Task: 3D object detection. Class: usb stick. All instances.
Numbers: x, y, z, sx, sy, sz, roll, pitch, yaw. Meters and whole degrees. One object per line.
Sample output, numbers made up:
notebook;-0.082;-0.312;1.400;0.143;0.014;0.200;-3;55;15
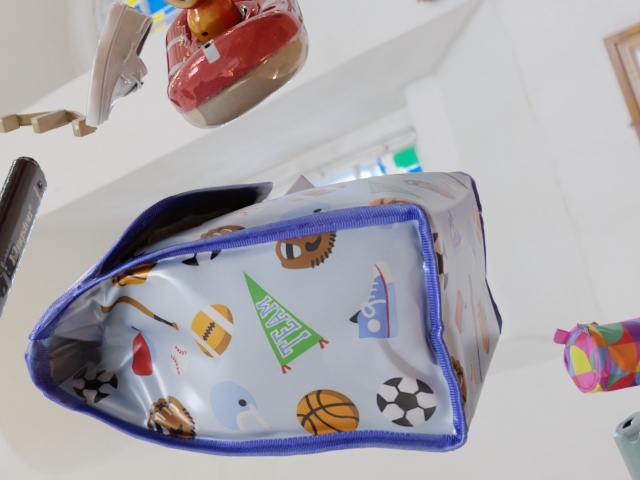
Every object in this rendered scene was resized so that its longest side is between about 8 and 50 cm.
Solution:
usb stick;-0.447;0.000;1.226;0.077;0.045;0.278;69;-159;-49

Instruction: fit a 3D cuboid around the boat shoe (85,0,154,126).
boat shoe;-0.240;-0.210;1.044;0.063;0.066;0.184;14;-129;-13

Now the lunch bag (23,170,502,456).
lunch bag;-0.041;0.057;0.843;0.328;0.385;0.239;-24;-76;-70

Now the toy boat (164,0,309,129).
toy boat;-0.106;-0.219;0.839;0.151;0.151;0.231;48;-164;-36

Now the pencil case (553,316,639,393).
pencil case;0.455;0.147;1.206;0.236;0.104;0.104;-5;-107;-13

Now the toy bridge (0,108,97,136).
toy bridge;-0.405;-0.179;1.302;0.063;0.188;0.026;-35;-55;-50

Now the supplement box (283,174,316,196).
supplement box;0.000;0.000;1.505;0.073;0.130;0.239;42;180;36

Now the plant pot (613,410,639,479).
plant pot;0.597;0.362;1.185;0.341;0.341;0.334;-11;-108;-58
